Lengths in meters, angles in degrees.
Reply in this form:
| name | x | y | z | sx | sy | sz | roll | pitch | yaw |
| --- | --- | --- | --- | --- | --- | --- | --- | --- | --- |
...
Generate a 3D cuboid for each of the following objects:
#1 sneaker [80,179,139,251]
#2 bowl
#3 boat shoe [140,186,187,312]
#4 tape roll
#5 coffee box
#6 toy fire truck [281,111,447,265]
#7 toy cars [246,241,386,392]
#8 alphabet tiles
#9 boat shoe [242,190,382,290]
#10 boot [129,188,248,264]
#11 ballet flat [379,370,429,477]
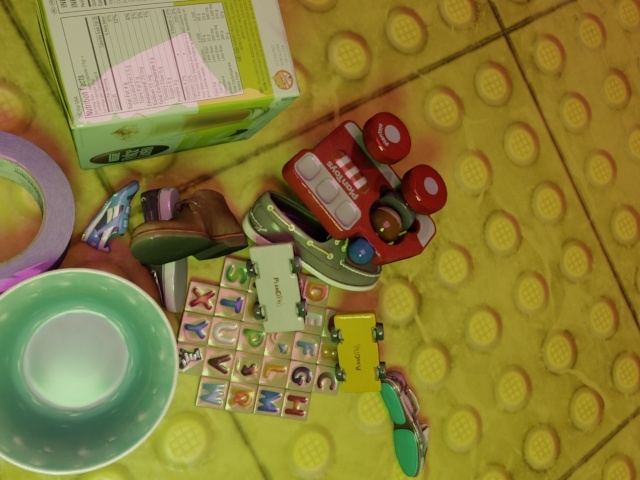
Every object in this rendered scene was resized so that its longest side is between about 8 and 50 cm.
| name | x | y | z | sx | sy | sz | roll | pitch | yaw |
| --- | --- | --- | --- | --- | --- | --- | --- | --- | --- |
| sneaker | -0.366 | -0.044 | 1.068 | 0.059 | 0.053 | 0.144 | 37 | 82 | -14 |
| bowl | -0.401 | 0.201 | 0.974 | 0.311 | 0.163 | 0.312 | 1 | 86 | -21 |
| boat shoe | -0.293 | 0.018 | 1.081 | 0.075 | 0.080 | 0.229 | -2 | 98 | 7 |
| tape roll | -0.542 | -0.037 | 0.950 | 0.274 | 0.090 | 0.275 | 8 | 72 | -24 |
| coffee box | -0.272 | -0.331 | 0.972 | 0.334 | 0.337 | 0.339 | -15 | 92 | -21 |
| toy fire truck | 0.088 | -0.080 | 1.145 | 0.302 | 0.169 | 0.254 | 52 | 52 | -9 |
| toy cars | -0.001 | 0.141 | 1.154 | 0.393 | 0.087 | 0.176 | 41 | 112 | -15 |
| alphabet tiles | -0.106 | 0.196 | 1.164 | 0.342 | 0.011 | 0.286 | 14 | 80 | -22 |
| boat shoe | 0.000 | 0.003 | 1.164 | 0.304 | 0.091 | 0.109 | 27 | 35 | -16 |
| boot | -0.231 | -0.027 | 1.017 | 0.112 | 0.305 | 0.115 | -19 | 85 | 17 |
| ballet flat | 0.184 | 0.377 | 1.241 | 0.079 | 0.076 | 0.222 | -19 | 92 | -41 |
